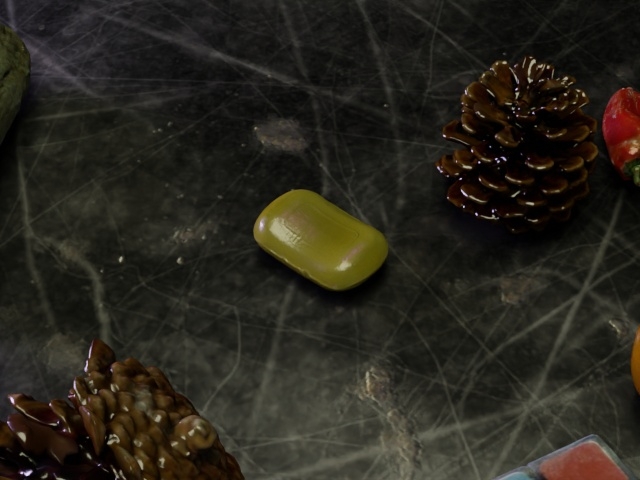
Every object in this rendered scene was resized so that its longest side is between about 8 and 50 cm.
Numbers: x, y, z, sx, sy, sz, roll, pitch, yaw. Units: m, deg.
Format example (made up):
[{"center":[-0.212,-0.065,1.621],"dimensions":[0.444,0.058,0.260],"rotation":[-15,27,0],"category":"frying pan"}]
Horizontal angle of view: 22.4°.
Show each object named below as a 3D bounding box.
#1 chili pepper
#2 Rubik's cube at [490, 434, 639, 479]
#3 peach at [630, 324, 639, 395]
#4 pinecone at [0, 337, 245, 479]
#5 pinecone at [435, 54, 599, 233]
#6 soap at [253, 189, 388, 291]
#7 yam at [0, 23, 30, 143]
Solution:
[{"center":[0.325,-0.107,1.693],"dimensions":[0.059,0.050,0.191],"rotation":[0,36,7],"category":"chili pepper"},{"center":[0.162,0.340,1.149],"dimensions":[0.256,0.259,0.253],"rotation":[-20,39,-17],"category":"Rubik's cube"},{"center":[0.347,0.110,1.448],"dimensions":[0.138,0.138,0.138],"rotation":[-2,48,2],"category":"peach"},{"center":[-0.191,0.217,1.317],"dimensions":[0.264,0.264,0.264],"rotation":[-2,48,2],"category":"pinecone"},{"center":[0.202,-0.106,1.623],"dimensions":[0.163,0.165,0.163],"rotation":[3,43,-3],"category":"pinecone"},{"center":[0.000,0.001,1.621],"dimensions":[0.140,0.045,0.089],"rotation":[32,61,26],"category":"soap"},{"center":[-0.402,-0.114,1.694],"dimensions":[0.133,0.133,0.330],"rotation":[12,47,14],"category":"yam"}]
